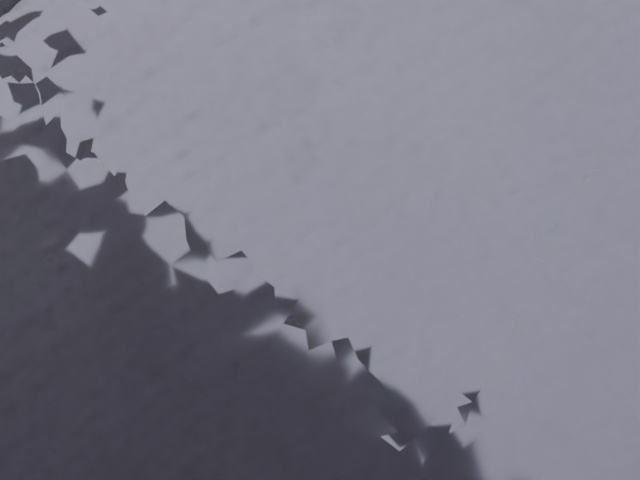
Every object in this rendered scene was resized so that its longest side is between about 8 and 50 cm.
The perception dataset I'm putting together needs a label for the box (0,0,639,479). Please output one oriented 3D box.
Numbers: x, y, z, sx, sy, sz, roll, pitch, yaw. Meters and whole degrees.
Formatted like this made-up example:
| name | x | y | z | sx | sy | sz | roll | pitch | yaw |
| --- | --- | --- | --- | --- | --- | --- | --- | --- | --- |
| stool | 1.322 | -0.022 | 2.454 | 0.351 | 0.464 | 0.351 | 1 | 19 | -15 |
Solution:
| name | x | y | z | sx | sy | sz | roll | pitch | yaw |
| --- | --- | --- | --- | --- | --- | --- | --- | --- | --- |
| box | -0.026 | 0.065 | 0.385 | 0.352 | 0.177 | 0.343 | -36 | 95 | -7 |
